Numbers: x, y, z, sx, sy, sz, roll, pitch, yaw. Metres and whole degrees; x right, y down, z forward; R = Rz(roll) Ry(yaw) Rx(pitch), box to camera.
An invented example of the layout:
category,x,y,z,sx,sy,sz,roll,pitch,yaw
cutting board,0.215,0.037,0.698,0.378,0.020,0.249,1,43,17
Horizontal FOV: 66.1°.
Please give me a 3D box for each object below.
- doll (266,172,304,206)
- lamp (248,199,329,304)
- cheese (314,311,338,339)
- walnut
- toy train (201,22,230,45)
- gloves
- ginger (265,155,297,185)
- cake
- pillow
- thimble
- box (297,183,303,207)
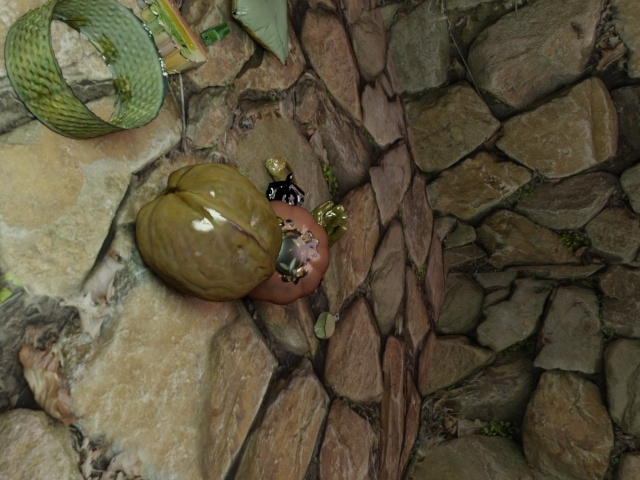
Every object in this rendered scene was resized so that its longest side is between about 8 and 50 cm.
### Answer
category,x,y,z,sx,sy,sz,roll,pitch,yaw
doll,-0.127,-0.100,1.611,0.127,0.088,0.248,12,84,-50
lamp,-0.126,0.037,1.441,0.306,0.240,0.305,2,85,-18
cheese,0.028,0.311,1.889,0.171,0.048,0.092,-55,134,-52
walnut,-0.247,-0.006,1.169,0.344,0.306,0.306,50,41,-32
toy train,-0.305,-0.605,1.436,0.038,0.056,0.093,65,32,-29
gloves,-0.011,0.004,1.788,0.154,0.141,0.331,28,67,-28
ginger,-0.127,-0.208,1.682,0.095,0.069,0.190,-40,127,-21
cake,-0.396,-0.534,1.265,0.225,0.090,0.109,59,34,-7
pillow,-0.196,-0.786,1.622,0.312,0.119,0.310,18,64,-61
thimble,-0.455,-0.340,0.981,0.271,0.150,0.270,21,66,-60
box,-0.094,-0.104,1.752,0.050,0.041,0.207,29,58,-58
